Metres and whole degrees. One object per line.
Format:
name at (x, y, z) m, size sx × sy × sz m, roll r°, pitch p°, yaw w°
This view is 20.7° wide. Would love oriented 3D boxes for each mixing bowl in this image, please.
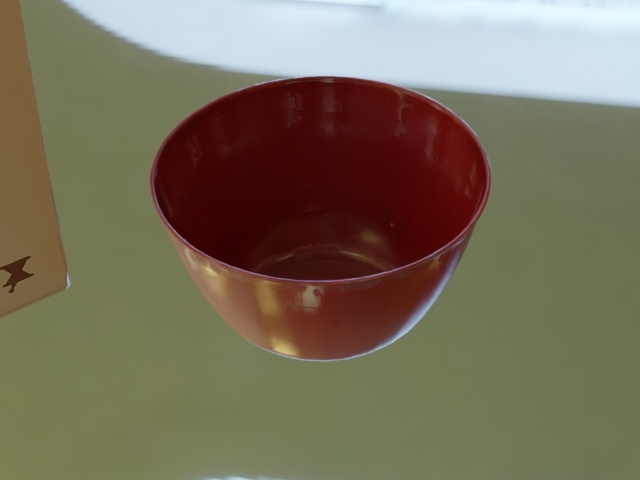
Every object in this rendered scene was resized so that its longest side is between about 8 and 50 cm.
mixing bowl at (0.000, 0.000, 0.955) m, size 0.181 × 0.181 × 0.098 m, roll -63°, pitch -21°, yaw -47°

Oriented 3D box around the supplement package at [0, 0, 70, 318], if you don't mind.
supplement package at (-0.192, -0.064, 0.395) m, size 0.194 × 0.203 × 0.149 m, roll -25°, pitch -36°, yaw -20°
